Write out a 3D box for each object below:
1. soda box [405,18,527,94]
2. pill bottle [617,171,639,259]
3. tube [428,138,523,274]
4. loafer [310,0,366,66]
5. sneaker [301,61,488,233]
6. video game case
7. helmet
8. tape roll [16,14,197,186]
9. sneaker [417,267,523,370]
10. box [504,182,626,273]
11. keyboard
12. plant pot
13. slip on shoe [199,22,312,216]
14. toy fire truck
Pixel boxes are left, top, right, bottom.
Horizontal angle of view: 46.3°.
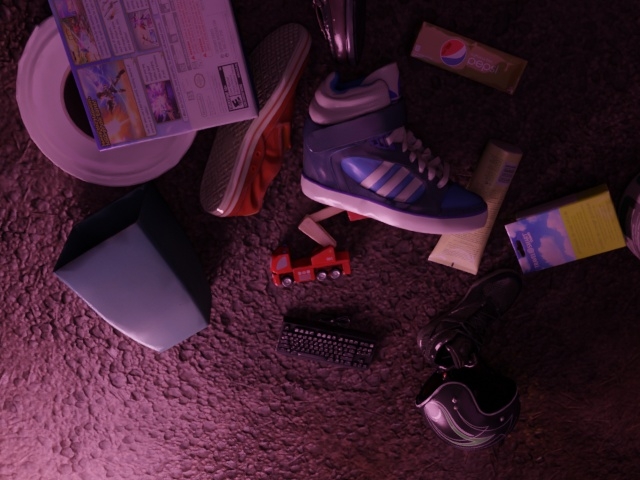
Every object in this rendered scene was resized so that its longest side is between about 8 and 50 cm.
[{"bbox_3d":[0.230,-0.292,1.189,0.181,0.061,0.058,18,109,-8],"label":"soda box"},{"bbox_3d":[0.622,0.006,1.155,0.204,0.361,0.204,0,111,0],"label":"pill bottle"},{"bbox_3d":[0.270,-0.055,1.288,0.070,0.062,0.240,35,119,32],"label":"tube"},{"bbox_3d":[0.012,-0.405,1.109,0.095,0.109,0.303,5,129,13],"label":"loafer"},{"bbox_3d":[0.130,-0.155,1.188,0.322,0.130,0.236,13,116,6],"label":"sneaker"},{"bbox_3d":[-0.236,-0.285,1.070,0.244,0.061,0.270,-12,112,2],"label":"video game case"},{"bbox_3d":[0.274,0.300,1.365,0.161,0.169,0.169,39,106,1],"label":"helmet"},{"bbox_3d":[-0.321,-0.233,1.176,0.286,0.100,0.286,0,111,-1],"label":"tape roll"},{"bbox_3d":[0.276,0.149,1.325,0.227,0.130,0.087,-40,109,10],"label":"sneaker"},{"bbox_3d":[0.421,-0.017,1.294,0.178,0.042,0.109,-19,110,21],"label":"box"},{"bbox_3d":[0.014,0.182,1.385,0.180,0.023,0.108,12,110,-7],"label":"keyboard"},{"bbox_3d":[-0.291,0.059,1.258,0.165,0.166,0.234,-30,115,10],"label":"plant pot"},{"bbox_3d":[-0.092,-0.188,1.206,0.101,0.123,0.331,11,108,-42],"label":"slip on shoe"},{"bbox_3d":[0.000,0.000,1.302,0.192,0.047,0.135,-9,110,3],"label":"toy fire truck"}]
